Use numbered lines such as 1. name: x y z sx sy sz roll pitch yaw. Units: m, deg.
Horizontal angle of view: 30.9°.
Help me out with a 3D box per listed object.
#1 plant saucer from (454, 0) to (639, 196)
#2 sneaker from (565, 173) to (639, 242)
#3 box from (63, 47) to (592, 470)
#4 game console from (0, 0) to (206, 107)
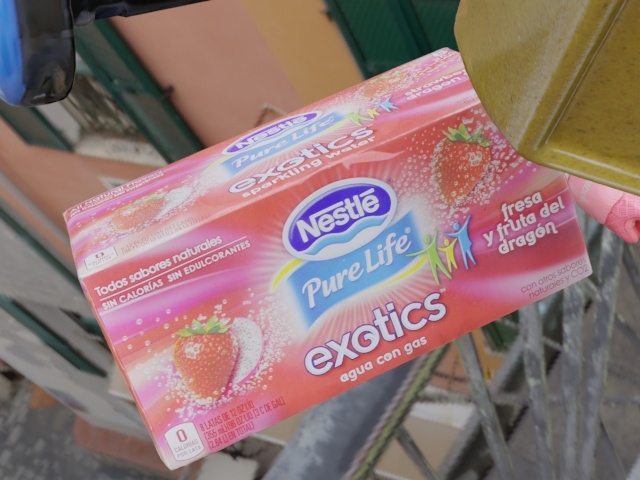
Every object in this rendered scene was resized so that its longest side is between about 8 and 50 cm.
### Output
1. plant saucer: 0.216 -0.070 0.456 0.332 0.333 0.081 19 75 5
2. sneaker: 0.345 -0.031 1.012 0.313 0.116 0.136 2 40 -24
3. box: 0.000 0.000 0.759 0.299 0.142 0.154 -24 21 -8
4. game console: -0.068 -0.217 0.407 0.173 0.293 0.250 -11 21 -22
